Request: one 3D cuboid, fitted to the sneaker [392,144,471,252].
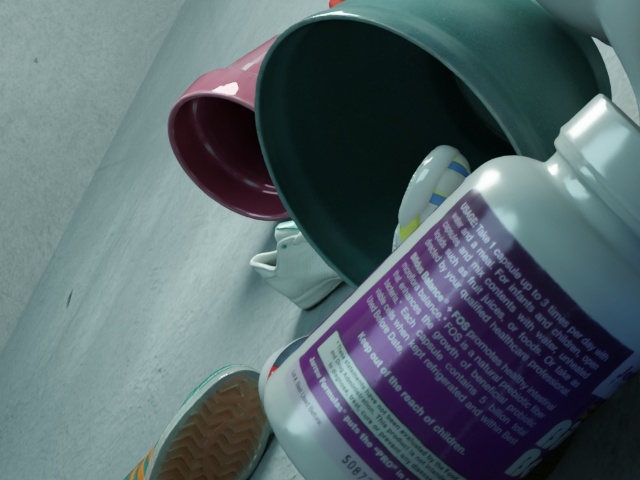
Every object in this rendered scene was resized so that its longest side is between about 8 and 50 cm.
[{"bbox_3d":[0.124,0.038,1.227,0.091,0.126,0.240,-54,-27,-41],"label":"sneaker"}]

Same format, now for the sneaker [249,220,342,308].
[{"bbox_3d":[0.000,0.000,1.737,0.212,0.094,0.080,-42,24,43],"label":"sneaker"}]

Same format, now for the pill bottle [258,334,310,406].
[{"bbox_3d":[0.008,0.140,1.481,0.108,0.108,0.180,-63,18,-10],"label":"pill bottle"}]

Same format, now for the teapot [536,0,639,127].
[{"bbox_3d":[0.269,-0.239,1.277,0.256,0.187,0.252,-36,36,-9],"label":"teapot"}]

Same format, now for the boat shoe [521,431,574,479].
[{"bbox_3d":[0.110,0.172,1.208,0.224,0.080,0.073,-59,23,17],"label":"boat shoe"}]

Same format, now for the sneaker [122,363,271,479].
[{"bbox_3d":[-0.156,0.253,1.739,0.302,0.108,0.121,-59,22,6],"label":"sneaker"}]

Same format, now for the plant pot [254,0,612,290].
[{"bbox_3d":[0.118,-0.097,1.344,0.196,0.293,0.293,-39,5,-34],"label":"plant pot"}]

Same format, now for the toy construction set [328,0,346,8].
[{"bbox_3d":[0.103,-0.358,1.876,0.237,0.257,0.309,-117,38,-54],"label":"toy construction set"}]

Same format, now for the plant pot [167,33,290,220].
[{"bbox_3d":[-0.059,-0.154,2.006,0.201,0.201,0.180,-36,14,51],"label":"plant pot"}]

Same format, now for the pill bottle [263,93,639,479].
[{"bbox_3d":[0.120,0.053,1.064,0.301,0.169,0.169,-45,21,13],"label":"pill bottle"}]
